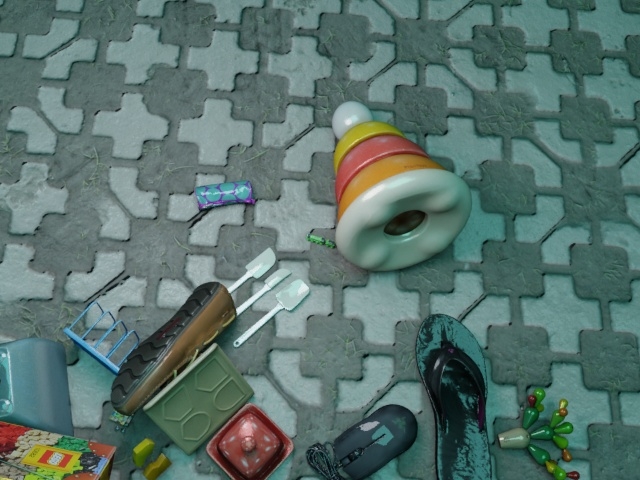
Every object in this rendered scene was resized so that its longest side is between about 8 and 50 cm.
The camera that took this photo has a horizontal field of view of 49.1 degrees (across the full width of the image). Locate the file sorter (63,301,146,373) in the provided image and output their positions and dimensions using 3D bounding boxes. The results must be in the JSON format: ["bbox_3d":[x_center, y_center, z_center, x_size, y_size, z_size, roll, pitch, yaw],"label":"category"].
[{"bbox_3d":[-0.505,0.243,1.680,0.170,0.118,0.104,34,68,9],"label":"file sorter"}]

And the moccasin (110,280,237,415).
[{"bbox_3d":[-0.332,0.263,1.636,0.380,0.139,0.147,-52,124,-41],"label":"moccasin"}]

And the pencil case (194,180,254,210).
[{"bbox_3d":[-0.253,-0.119,1.856,0.151,0.064,0.070,-9,54,-6],"label":"pencil case"}]

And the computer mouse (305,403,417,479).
[{"bbox_3d":[0.120,0.489,1.645,0.272,0.072,0.188,-36,74,-15],"label":"computer mouse"}]

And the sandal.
[{"bbox_3d":[0.336,0.384,1.677,0.167,0.107,0.446,-5,70,-5],"label":"sandal"}]

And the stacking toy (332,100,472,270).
[{"bbox_3d":[0.152,-0.192,1.823,0.350,0.351,0.480,-13,53,-8],"label":"stacking toy"}]

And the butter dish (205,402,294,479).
[{"bbox_3d":[-0.163,0.472,1.611,0.160,0.118,0.160,42,72,12],"label":"butter dish"}]

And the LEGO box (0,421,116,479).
[{"bbox_3d":[-0.647,0.628,1.359,0.372,0.193,0.500,14,98,-3],"label":"LEGO box"}]

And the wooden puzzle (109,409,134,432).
[{"bbox_3d":[-0.472,0.414,1.674,0.049,0.006,0.083,24,70,6],"label":"wooden puzzle"}]

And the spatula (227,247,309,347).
[{"bbox_3d":[-0.166,0.149,1.785,0.242,0.019,0.168,-40,77,-16],"label":"spatula"}]

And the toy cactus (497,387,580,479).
[{"bbox_3d":[0.518,0.468,1.669,0.180,0.112,0.219,-11,79,3],"label":"toy cactus"}]

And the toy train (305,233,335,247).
[{"bbox_3d":[0.000,0.000,1.847,0.083,0.024,0.017,17,69,3],"label":"toy train"}]

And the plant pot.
[{"bbox_3d":[-0.718,0.342,1.558,0.247,0.252,0.247,-11,70,-8],"label":"plant pot"}]

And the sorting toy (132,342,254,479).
[{"bbox_3d":[-0.309,0.393,1.590,0.307,0.229,0.041,-42,45,-16],"label":"sorting toy"}]
